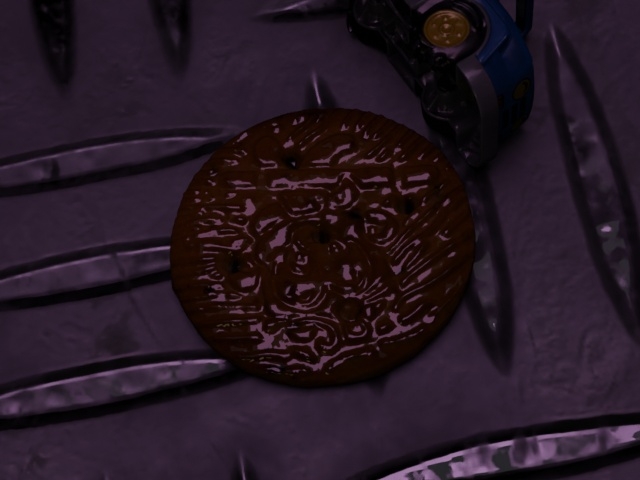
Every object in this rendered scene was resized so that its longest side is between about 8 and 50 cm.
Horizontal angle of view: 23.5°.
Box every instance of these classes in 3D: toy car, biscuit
[{"bbox_3d":[0.078,-0.147,0.954,0.100,0.097,0.191,-29,64,-9],"label":"toy car"},{"bbox_3d":[0.000,0.000,0.928,0.187,0.027,0.188,-3,64,5],"label":"biscuit"}]
